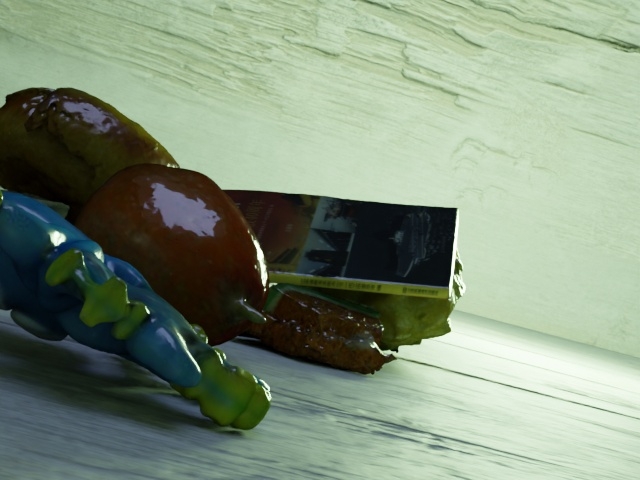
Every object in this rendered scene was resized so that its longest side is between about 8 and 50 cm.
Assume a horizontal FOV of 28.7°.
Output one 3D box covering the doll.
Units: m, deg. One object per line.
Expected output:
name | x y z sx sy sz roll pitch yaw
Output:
doll | -0.192 0.052 1.009 0.346 0.098 0.341 40 -6 -35

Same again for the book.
book | 0.000 0.000 1.724 0.374 0.028 0.262 5 26 6

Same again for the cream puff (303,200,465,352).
cream puff | 0.082 0.068 1.839 0.282 0.185 0.282 1 28 0

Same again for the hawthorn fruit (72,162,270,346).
hawthorn fruit | -0.134 0.033 1.259 0.251 0.199 0.199 32 12 40

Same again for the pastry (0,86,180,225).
pastry | -0.365 -0.093 1.935 0.356 0.163 0.356 24 -27 13

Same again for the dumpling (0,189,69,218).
dumpling | -0.465 -0.034 1.830 0.177 0.092 0.150 16 -4 32

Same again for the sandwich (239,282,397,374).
sandwich | -0.007 0.104 1.551 0.235 0.079 0.159 15 1 -25
